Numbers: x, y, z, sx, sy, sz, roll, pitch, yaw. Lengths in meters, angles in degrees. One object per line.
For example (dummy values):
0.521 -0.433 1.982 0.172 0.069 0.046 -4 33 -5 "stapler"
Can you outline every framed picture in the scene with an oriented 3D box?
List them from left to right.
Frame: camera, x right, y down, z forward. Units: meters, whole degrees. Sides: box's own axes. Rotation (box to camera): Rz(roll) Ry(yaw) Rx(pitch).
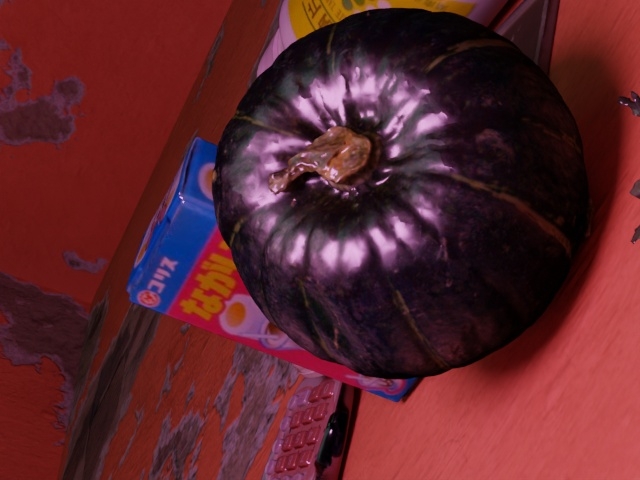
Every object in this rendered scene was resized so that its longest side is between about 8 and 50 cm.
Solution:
0.176 -0.118 1.627 0.209 0.019 0.281 134 154 -59 "framed picture"

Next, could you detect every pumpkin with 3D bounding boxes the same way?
0.068 -0.040 1.348 0.241 0.323 0.323 41 -117 -61 "pumpkin"

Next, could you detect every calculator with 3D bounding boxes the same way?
-0.030 0.284 1.785 0.220 0.048 0.329 146 143 -69 "calculator"

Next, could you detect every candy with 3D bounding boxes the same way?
-0.019 0.033 1.555 0.100 0.306 0.157 -82 18 -45 "candy"

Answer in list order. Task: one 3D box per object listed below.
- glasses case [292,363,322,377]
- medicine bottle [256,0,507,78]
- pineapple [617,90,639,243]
0.023 0.071 1.811 0.081 0.051 0.204 -24 33 41 "glasses case"
0.077 -0.271 1.822 0.378 0.214 0.213 128 158 -53 "medicine bottle"
0.271 -0.095 0.978 0.340 0.169 0.169 130 158 -70 "pineapple"
